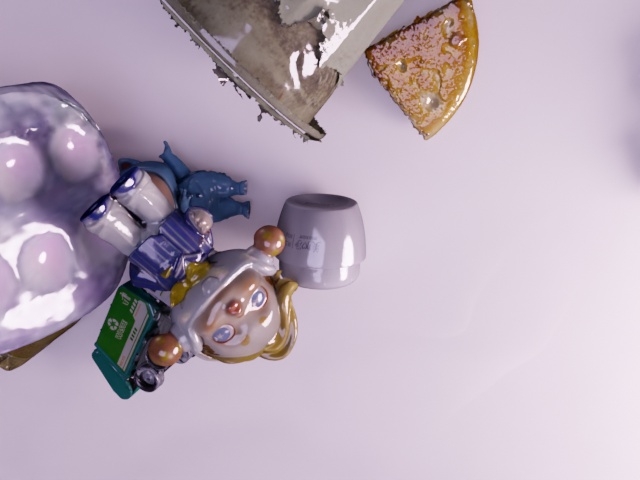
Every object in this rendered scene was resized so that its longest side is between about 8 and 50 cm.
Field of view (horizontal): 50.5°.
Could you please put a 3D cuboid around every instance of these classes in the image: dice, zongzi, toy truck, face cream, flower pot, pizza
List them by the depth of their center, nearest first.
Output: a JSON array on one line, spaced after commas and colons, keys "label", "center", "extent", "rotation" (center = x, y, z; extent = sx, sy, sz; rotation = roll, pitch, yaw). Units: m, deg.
[{"label": "flower pot", "center": [-0.020, -0.275, 0.668], "extent": [0.259, 0.290, 0.290], "rotation": [-43, 101, 12]}, {"label": "dice", "center": [-0.407, -0.026, 0.785], "extent": [0.272, 0.270, 0.269], "rotation": [1, 111, 38]}, {"label": "pizza", "center": [0.116, -0.203, 0.787], "extent": [0.131, 0.041, 0.178], "rotation": [2, 114, 6]}, {"label": "face cream", "center": [0.000, 0.000, 0.853], "extent": [0.117, 0.117, 0.104], "rotation": [5, 107, 7]}, {"label": "toy truck", "center": [-0.224, 0.110, 0.944], "extent": [0.124, 0.114, 0.253], "rotation": [31, 115, 8]}, {"label": "zongzi", "center": [-0.439, 0.073, 0.986], "extent": [0.189, 0.081, 0.178], "rotation": [-36, 93, 15]}]

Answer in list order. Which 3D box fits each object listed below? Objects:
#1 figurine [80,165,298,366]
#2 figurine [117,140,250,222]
[{"label": "figurine", "center": [-0.150, 0.047, 0.776], "extent": [0.275, 0.133, 0.193], "rotation": [23, 88, -26]}, {"label": "figurine", "center": [-0.180, -0.046, 0.855], "extent": [0.179, 0.144, 0.114], "rotation": [0, 126, -2]}]
